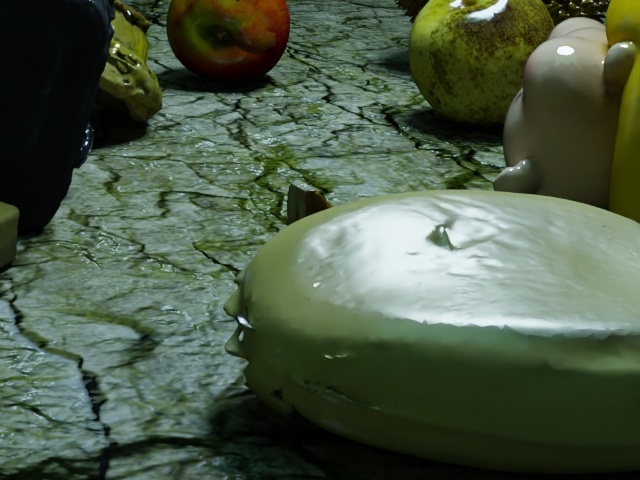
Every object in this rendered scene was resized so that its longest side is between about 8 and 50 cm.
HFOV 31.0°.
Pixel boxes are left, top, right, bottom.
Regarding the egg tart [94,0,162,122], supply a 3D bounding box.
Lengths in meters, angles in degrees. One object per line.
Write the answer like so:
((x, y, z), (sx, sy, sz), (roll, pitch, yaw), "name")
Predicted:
((-0.305, -0.252, 1.421), (0.294, 0.123, 0.294), (27, -3, 1), "egg tart")

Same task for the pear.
((0.214, -0.234, 1.494), (0.197, 0.197, 0.197), (2, 20, -1), "pear")

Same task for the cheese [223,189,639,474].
((0.093, 0.052, 0.767), (0.315, 0.128, 0.259), (-1, 22, -2), "cheese")

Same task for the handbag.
((-0.298, -0.149, 1.106), (0.181, 0.254, 0.181), (13, 16, -14), "handbag")

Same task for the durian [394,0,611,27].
((0.287, -0.427, 1.786), (0.384, 0.348, 0.347), (3, 20, 3), "durian")

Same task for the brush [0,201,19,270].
((-0.338, 0.015, 0.926), (0.123, 0.059, 0.197), (9, 22, 11), "brush")

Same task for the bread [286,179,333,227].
((0.000, 0.000, 1.014), (0.109, 0.062, 0.043), (40, 0, -34), "bread")

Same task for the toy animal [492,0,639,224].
((0.306, -0.151, 1.173), (0.246, 0.278, 0.345), (0, 18, 38), "toy animal")

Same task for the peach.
((-0.131, -0.320, 1.693), (0.197, 0.197, 0.197), (2, 20, -1), "peach")
